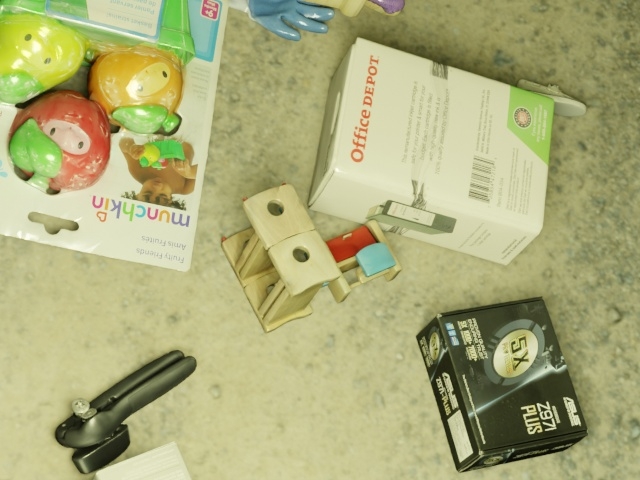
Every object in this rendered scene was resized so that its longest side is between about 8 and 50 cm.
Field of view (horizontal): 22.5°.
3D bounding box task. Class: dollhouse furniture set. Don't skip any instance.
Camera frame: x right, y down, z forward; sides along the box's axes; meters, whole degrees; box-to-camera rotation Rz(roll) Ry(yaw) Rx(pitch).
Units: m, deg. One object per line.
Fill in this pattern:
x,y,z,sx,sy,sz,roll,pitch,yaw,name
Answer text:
0.000,0.000,1.891,0.184,0.129,0.129,-22,75,-25,dollhouse furniture set

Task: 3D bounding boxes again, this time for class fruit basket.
-0.276,-0.166,1.856,0.327,0.165,0.353,13,70,-19,fruit basket

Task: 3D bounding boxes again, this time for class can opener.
-0.216,0.178,1.789,0.059,0.073,0.186,21,49,37,can opener

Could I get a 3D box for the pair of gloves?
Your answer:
-0.051,-0.354,2.098,0.159,0.023,0.198,16,63,-11,pair of gloves

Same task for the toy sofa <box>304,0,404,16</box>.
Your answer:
0.048,-0.480,2.101,0.177,0.150,0.362,10,60,-16,toy sofa

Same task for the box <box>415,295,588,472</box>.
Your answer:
0.215,0.171,1.915,0.147,0.077,0.180,-7,69,-22,box

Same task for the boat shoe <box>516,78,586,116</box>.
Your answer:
0.307,-0.192,2.138,0.100,0.035,0.035,12,66,-6,boat shoe

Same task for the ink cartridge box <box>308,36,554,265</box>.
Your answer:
0.138,-0.109,1.996,0.273,0.115,0.198,16,62,-11,ink cartridge box

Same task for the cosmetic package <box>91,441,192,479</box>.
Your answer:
-0.160,0.348,1.683,0.107,0.127,0.238,-21,76,-25,cosmetic package
